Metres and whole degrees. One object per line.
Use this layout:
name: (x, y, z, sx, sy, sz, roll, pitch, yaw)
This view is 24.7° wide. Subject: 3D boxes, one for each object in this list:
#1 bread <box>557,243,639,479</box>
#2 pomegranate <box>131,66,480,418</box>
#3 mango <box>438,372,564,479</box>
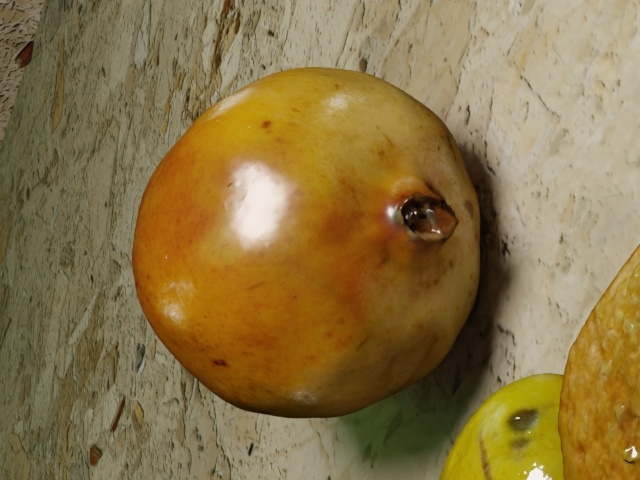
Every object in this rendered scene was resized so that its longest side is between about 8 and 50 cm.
bread: (0.228, 0.087, 0.668, 0.268, 0.145, 0.268, -13, 75, 62)
pomegranate: (0.000, 0.000, 1.064, 0.264, 0.264, 0.264, -29, 57, 59)
mango: (0.128, 0.206, 0.861, 0.167, 0.130, 0.262, -148, 64, -69)
